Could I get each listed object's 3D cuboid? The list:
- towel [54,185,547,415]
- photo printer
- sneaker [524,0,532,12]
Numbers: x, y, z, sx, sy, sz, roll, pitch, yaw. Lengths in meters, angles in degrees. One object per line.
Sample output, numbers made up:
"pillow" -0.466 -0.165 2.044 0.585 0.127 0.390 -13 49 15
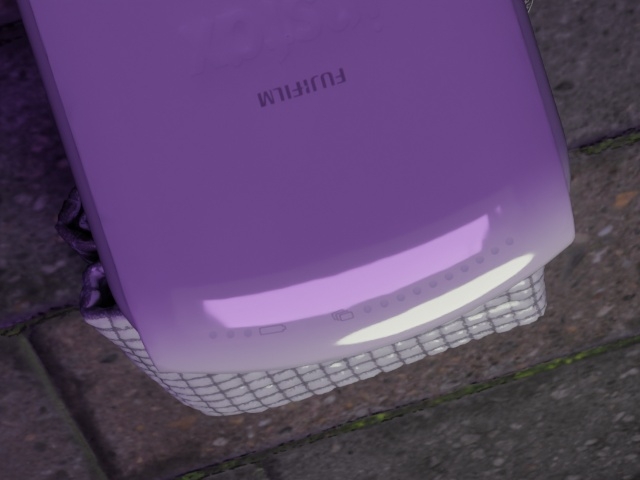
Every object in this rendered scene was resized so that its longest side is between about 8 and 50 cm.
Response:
"towel" 0.000 0.000 0.933 0.283 0.121 0.235 -20 154 4
"photo printer" -0.016 -0.090 0.751 0.256 0.308 0.107 -17 -177 0
"sneaker" 0.026 -0.125 0.871 0.225 0.088 0.093 -13 142 -2
